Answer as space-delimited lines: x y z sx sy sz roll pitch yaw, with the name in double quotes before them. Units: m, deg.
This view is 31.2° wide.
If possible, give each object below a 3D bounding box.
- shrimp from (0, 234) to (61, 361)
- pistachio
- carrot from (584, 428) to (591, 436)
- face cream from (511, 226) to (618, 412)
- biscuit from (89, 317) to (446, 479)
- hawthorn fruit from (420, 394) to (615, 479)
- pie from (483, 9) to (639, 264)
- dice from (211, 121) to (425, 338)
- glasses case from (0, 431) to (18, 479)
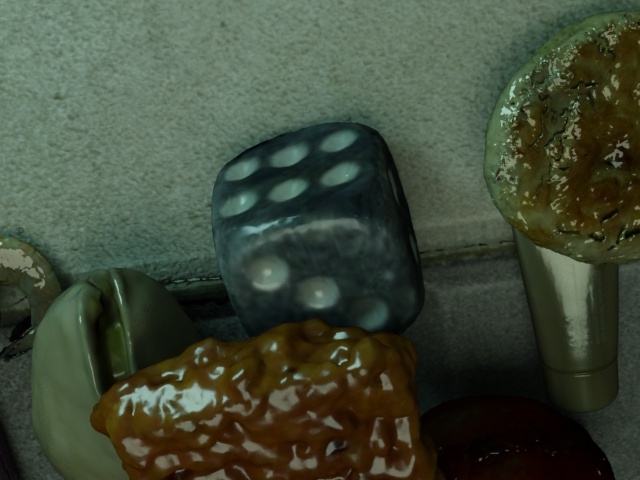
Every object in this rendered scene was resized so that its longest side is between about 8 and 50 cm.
"shrimp" -0.394 0.071 1.295 0.219 0.046 0.152 -12 120 9
"pistachio" -0.215 0.162 1.247 0.207 0.226 0.332 -10 127 -10
"carrot" 0.320 0.301 1.417 0.060 0.060 0.186 -14 120 11
"face cream" 0.267 0.025 1.227 0.137 0.084 0.341 -6 117 10
"biscuit" -0.036 0.228 1.123 0.318 0.110 0.312 -16 118 4
"hawthorn fruit" 0.185 0.316 1.298 0.316 0.316 0.316 1 124 1
"pie" 0.291 -0.093 1.121 0.274 0.055 0.274 -4 111 -11
"dice" 0.000 0.000 1.149 0.182 0.181 0.183 -15 125 8
"glasses case" -0.455 0.236 1.386 0.123 0.076 0.316 -3 126 9
